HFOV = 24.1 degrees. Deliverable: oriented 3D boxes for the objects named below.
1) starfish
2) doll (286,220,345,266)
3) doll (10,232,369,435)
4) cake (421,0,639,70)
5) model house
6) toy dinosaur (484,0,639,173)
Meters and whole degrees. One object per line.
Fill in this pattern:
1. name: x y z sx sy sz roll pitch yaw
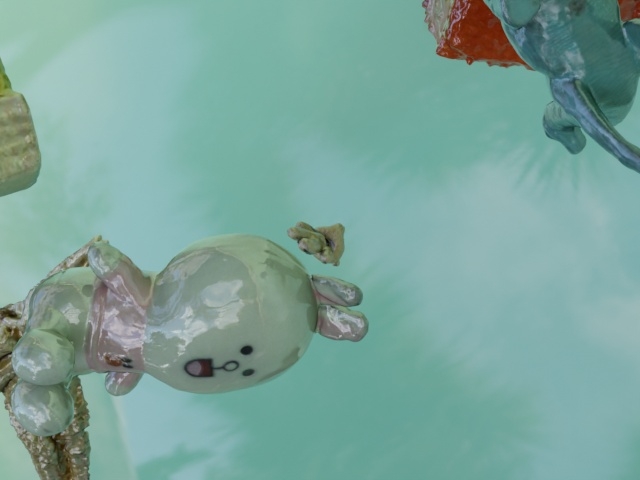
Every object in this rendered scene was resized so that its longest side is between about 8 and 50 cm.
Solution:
1. starfish: -0.317 0.183 1.709 0.324 0.432 0.082 44 -172 -31
2. doll: -0.006 0.007 1.715 0.061 0.093 0.051 50 124 21
3. doll: -0.106 0.056 1.131 0.155 0.275 0.113 84 171 -45
4. cake: 0.271 -0.398 1.861 0.269 0.270 0.319 105 165 -58
5. model house: -0.455 -0.131 1.804 0.234 0.193 0.175 66 153 7
6. toy dinosaur: 0.157 -0.188 1.144 0.383 0.129 0.331 55 177 -20
